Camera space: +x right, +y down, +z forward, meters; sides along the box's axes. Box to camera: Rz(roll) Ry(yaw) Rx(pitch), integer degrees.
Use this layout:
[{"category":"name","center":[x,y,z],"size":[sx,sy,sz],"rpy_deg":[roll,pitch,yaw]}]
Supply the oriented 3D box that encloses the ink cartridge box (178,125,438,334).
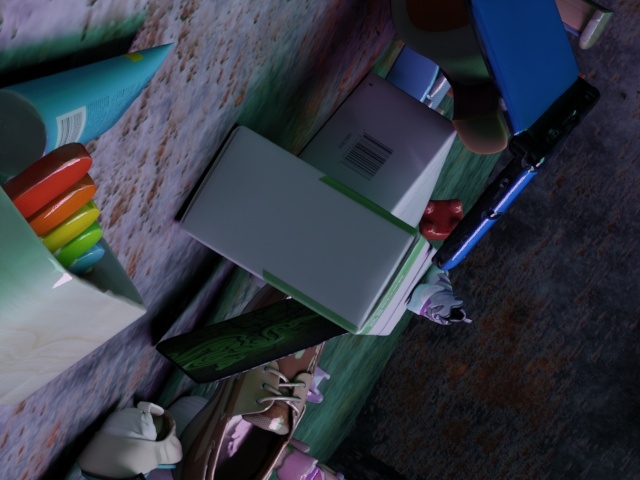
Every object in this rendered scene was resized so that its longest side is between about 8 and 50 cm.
[{"category":"ink cartridge box","center":[0.000,0.000,1.500],"size":[0.121,0.211,0.289],"rpy_deg":[-60,170,1]}]

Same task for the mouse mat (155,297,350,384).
[{"category":"mouse mat","center":[-0.072,0.106,1.575],"size":[0.189,0.152,0.007],"rpy_deg":[-19,110,-21]}]

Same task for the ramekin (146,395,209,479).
[{"category":"ramekin","center":[-0.179,0.302,1.898],"size":[0.207,0.109,0.207],"rpy_deg":[-55,170,-15]}]

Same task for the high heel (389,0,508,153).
[{"category":"high heel","center":[0.160,-0.279,1.662],"size":[0.377,0.127,0.181],"rpy_deg":[71,23,-52]}]

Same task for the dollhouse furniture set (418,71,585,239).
[{"category":"dollhouse furniture set","center":[0.215,-0.133,2.185],"size":[0.374,0.201,0.152],"rpy_deg":[-56,170,-13]}]

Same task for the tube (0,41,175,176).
[{"category":"tube","center":[-0.156,-0.088,0.946],"size":[0.080,0.052,0.207],"rpy_deg":[-41,180,21]}]

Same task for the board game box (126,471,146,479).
[{"category":"board game box","center":[-0.260,0.309,1.523],"size":[0.186,0.026,0.126],"rpy_deg":[-28,166,-11]}]

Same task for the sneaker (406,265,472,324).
[{"category":"sneaker","center":[0.139,0.067,1.580],"size":[0.098,0.069,0.038],"rpy_deg":[-46,165,-56]}]

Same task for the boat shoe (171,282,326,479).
[{"category":"boat shoe","center":[-0.062,0.187,1.713],"size":[0.324,0.123,0.116],"rpy_deg":[-65,-152,9]}]

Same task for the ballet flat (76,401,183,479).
[{"category":"ballet flat","center":[-0.210,0.221,1.620],"size":[0.086,0.086,0.248],"rpy_deg":[-57,172,1]}]

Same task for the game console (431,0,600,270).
[{"category":"game console","center":[0.180,-0.143,1.537],"size":[0.250,0.173,0.293],"rpy_deg":[-52,174,28]}]

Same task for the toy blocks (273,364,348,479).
[{"category":"toy blocks","center":[-0.027,0.359,2.382],"size":[0.309,0.260,0.288],"rpy_deg":[-56,170,-4]}]

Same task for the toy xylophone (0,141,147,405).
[{"category":"toy xylophone","center":[-0.222,0.055,0.916],"size":[0.236,0.081,0.323],"rpy_deg":[-35,171,-9]}]

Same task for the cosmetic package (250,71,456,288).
[{"category":"cosmetic package","center":[0.040,-0.043,1.800],"size":[0.224,0.138,0.225],"rpy_deg":[-51,170,-30]}]

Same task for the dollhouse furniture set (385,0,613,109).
[{"category":"dollhouse furniture set","center":[0.236,-0.231,1.984],"size":[0.303,0.198,0.286],"rpy_deg":[-60,170,17]}]
